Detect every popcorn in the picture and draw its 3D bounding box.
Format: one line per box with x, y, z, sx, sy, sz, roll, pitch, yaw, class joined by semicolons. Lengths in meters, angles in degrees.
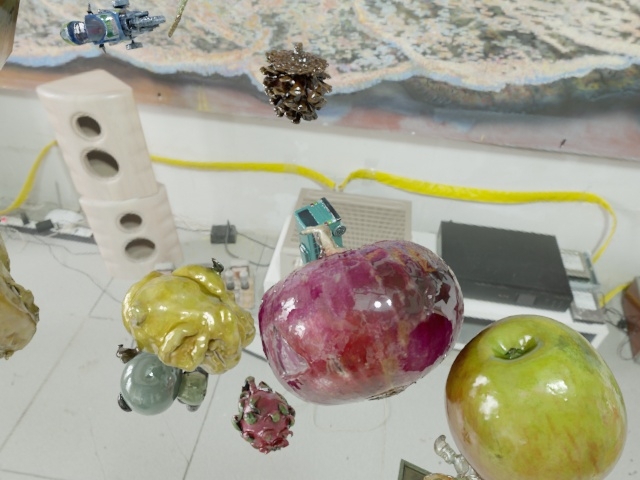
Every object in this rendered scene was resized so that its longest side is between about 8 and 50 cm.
-0.293;0.171;1.067;0.297;0.280;0.316;29;2;2;popcorn

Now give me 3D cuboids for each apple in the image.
0.239;0.183;0.538;0.196;0.195;0.195;1;42;-1;apple

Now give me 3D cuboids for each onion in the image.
0.066;0.101;0.645;0.272;0.230;0.256;55;39;-6;onion

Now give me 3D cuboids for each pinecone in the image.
-0.058;-0.401;1.234;0.169;0.212;0.185;-37;57;-8;pinecone

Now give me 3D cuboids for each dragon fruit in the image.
-0.198;0.608;1.640;0.219;0.198;0.273;-13;11;-8;dragon fruit

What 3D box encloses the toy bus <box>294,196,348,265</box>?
0.000;0.000;0.975;0.092;0.160;0.079;-24;51;-13;toy bus

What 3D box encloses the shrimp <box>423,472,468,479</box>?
0.300;0.580;1.135;0.108;0.059;0.023;-27;20;26;shrimp

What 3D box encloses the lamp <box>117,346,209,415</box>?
-0.458;0.416;1.378;0.244;0.197;0.197;18;37;-22;lamp

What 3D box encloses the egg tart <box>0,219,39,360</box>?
-0.480;0.014;0.476;0.388;0.387;0.168;4;60;2;egg tart

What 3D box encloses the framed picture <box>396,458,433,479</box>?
0.319;0.760;1.292;0.248;0.022;0.335;21;15;10;framed picture

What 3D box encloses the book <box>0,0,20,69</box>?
-0.322;-0.216;0.469;0.012;0.118;0.172;14;33;-30;book

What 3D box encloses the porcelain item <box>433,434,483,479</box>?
0.368;0.575;1.159;0.213;0.084;0.054;40;51;21;porcelain item

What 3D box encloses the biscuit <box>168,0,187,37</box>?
-0.319;-0.597;1.124;0.016;0.203;0.144;21;-7;-27;biscuit

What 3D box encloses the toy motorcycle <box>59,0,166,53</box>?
-0.412;-0.410;0.906;0.255;0.092;0.136;15;36;39;toy motorcycle
